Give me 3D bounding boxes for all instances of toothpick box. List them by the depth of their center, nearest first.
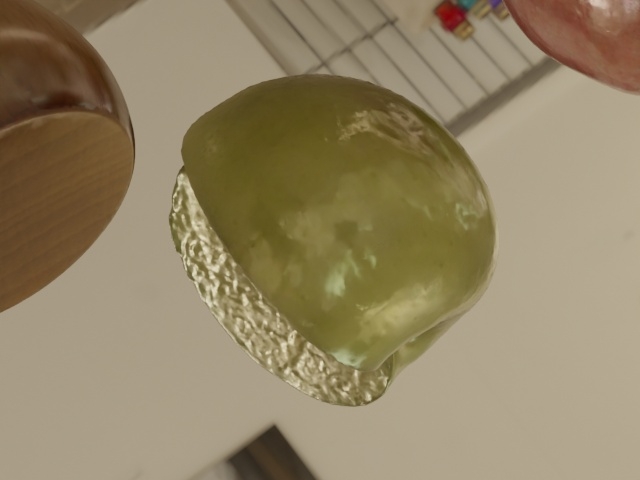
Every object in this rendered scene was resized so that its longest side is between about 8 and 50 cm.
[{"bbox_3d":[-0.223,-0.105,0.547,0.192,0.294,0.192,-35,159,-16],"label":"toothpick box"}]

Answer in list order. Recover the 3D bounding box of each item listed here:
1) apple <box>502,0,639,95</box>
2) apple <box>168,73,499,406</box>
[{"bbox_3d":[0.142,-0.122,0.475,0.153,0.153,0.120,-28,129,-34],"label":"apple"},{"bbox_3d":[0.016,-0.013,1.026,0.233,0.257,0.295,-35,164,-14],"label":"apple"}]
